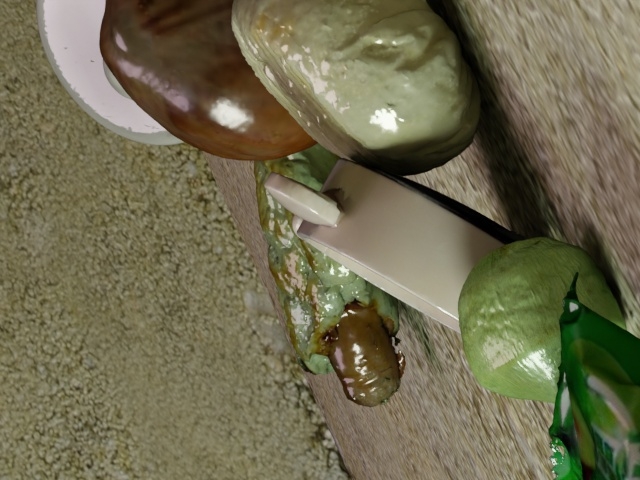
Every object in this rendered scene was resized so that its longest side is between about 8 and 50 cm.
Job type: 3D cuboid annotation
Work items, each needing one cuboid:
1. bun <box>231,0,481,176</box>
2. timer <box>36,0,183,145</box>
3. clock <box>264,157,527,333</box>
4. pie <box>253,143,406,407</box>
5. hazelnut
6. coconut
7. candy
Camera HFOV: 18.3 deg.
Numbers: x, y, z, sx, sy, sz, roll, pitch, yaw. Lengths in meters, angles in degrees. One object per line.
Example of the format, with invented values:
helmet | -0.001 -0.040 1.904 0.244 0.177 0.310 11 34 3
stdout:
bun | 0.028 -0.112 1.188 0.164 0.111 0.188 49 174 -8
timer | -0.174 -0.198 1.908 0.233 0.240 0.233 19 128 25
clock | 0.064 0.007 1.172 0.229 0.063 0.155 33 177 -27
pie | -0.002 -0.007 1.792 0.257 0.105 0.274 -107 -1 -53
hazelnut | -0.067 -0.152 1.400 0.186 0.210 0.210 146 101 -79
coconut | 0.118 0.047 1.058 0.088 0.088 0.096 90 163 -74
candy | 0.175 0.113 0.890 0.203 0.078 0.141 45 172 41
